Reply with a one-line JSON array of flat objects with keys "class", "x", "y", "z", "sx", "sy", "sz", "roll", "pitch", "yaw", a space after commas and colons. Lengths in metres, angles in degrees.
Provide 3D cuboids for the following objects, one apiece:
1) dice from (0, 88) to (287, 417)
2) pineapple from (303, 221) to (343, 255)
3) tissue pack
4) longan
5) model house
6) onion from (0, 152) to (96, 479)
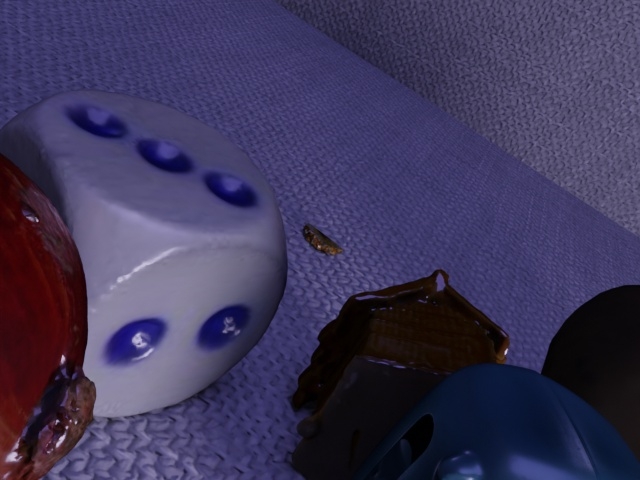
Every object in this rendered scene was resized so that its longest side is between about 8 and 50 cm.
[{"class": "dice", "x": -0.204, "y": 0.009, "z": 0.715, "sx": 0.251, "sy": 0.243, "sz": 0.259, "roll": -3, "pitch": 40, "yaw": -46}, {"class": "pineapple", "x": 0.000, "y": 0.000, "z": 1.153, "sx": 0.083, "sy": 0.019, "sz": 0.045, "roll": 38, "pitch": 26, "yaw": 7}, {"class": "tissue pack", "x": 0.127, "y": 0.252, "z": 0.586, "sx": 0.206, "sy": 0.287, "sz": 0.198, "roll": 28, "pitch": 26, "yaw": -17}, {"class": "longan", "x": 0.471, "y": 0.248, "z": 0.898, "sx": 0.404, "sy": 0.336, "sz": 0.405, "roll": 28, "pitch": 55, "yaw": -49}, {"class": "model house", "x": 0.095, "y": 0.160, "z": 0.788, "sx": 0.219, "sy": 0.199, "sz": 0.229, "roll": 23, "pitch": 27, "yaw": 1}, {"class": "onion", "x": -0.311, "y": 0.065, "z": 0.407, "sx": 0.341, "sy": 0.341, "sz": 0.341, "roll": 24, "pitch": 29, "yaw": -14}]
